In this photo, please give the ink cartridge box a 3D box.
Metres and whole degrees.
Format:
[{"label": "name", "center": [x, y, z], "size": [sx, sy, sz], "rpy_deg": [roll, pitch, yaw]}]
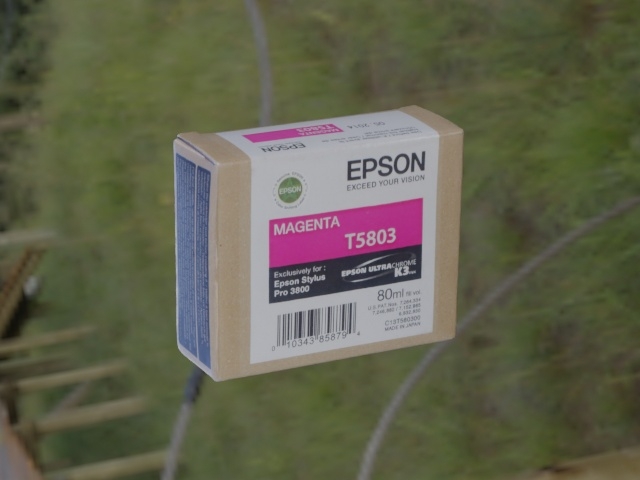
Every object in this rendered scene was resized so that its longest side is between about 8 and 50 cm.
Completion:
[{"label": "ink cartridge box", "center": [0.000, 0.000, 1.442], "size": [0.088, 0.235, 0.193], "rpy_deg": [34, 128, 57]}]
